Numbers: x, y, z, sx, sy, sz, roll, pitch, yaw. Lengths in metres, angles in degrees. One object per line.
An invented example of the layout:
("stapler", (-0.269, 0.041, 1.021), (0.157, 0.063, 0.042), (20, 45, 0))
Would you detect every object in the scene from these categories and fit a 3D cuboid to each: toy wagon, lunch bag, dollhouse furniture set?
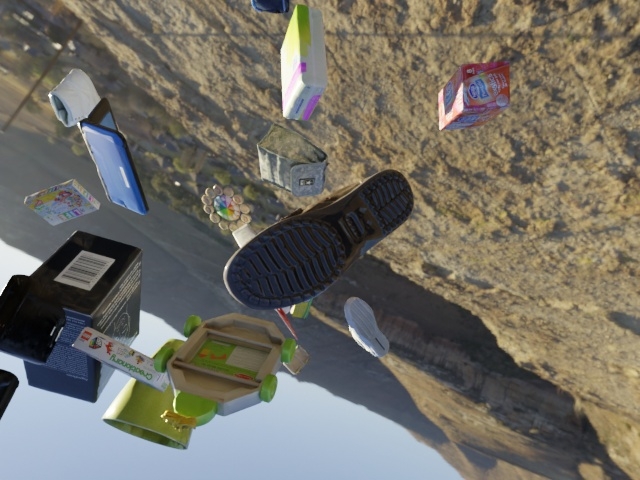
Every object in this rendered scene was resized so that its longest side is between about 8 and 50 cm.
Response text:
("toy wagon", (-0.217, 0.278, 0.931), (0.267, 0.068, 0.344), (11, -151, 13))
("lunch bag", (-0.104, -0.313, 1.808), (0.286, 0.169, 0.235), (26, 154, 9))
("dollhouse furniture set", (-0.109, 0.350, 1.371), (0.152, 0.076, 0.058), (46, 159, -4))

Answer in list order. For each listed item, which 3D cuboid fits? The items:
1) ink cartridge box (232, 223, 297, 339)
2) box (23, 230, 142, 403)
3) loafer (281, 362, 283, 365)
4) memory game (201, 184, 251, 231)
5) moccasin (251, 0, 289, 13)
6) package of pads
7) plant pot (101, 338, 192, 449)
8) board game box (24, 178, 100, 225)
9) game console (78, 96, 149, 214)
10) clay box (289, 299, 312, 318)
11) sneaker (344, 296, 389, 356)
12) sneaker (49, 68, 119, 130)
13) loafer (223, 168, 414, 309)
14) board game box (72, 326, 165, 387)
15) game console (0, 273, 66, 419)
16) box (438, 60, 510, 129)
("ink cartridge box", (-0.147, 0.125, 1.331), (0.261, 0.066, 0.296), (50, 169, 51))
("box", (-0.696, 0.226, 1.282), (0.211, 0.294, 0.396), (16, 125, -4))
("loafer", (-0.202, 0.470, 1.798), (0.148, 0.050, 0.056), (40, 166, -30))
("memory game", (-0.317, -0.105, 1.458), (0.186, 0.012, 0.186), (13, 129, 16))
("moccasin", (-0.100, -0.745, 1.089), (0.116, 0.138, 0.342), (13, 155, -6))
("package of pads", (-0.059, -0.578, 1.439), (0.101, 0.297, 0.229), (2, 165, -18))
("plant pot", (-0.503, 0.482, 1.408), (0.274, 0.294, 0.275), (12, 145, 8))
("board game box", (-0.716, -0.104, 1.201), (0.154, 0.026, 0.103), (-18, 140, 9))
("game console", (-0.622, -0.269, 1.376), (0.250, 0.173, 0.293), (21, 137, 21))
("clay box", (-0.042, 0.100, 1.269), (0.053, 0.222, 0.127), (12, -162, -16))
("sneaker", (0.127, 0.278, 1.373), (0.091, 0.094, 0.258), (7, 135, 47))
("sneaker", (-0.862, -0.446, 1.570), (0.108, 0.169, 0.293), (10, 144, 19))
("loafer", (0.000, 0.000, 0.755), (0.134, 0.365, 0.130), (66, 158, -9))
("board game box", (-0.477, 0.307, 1.079), (0.192, 0.053, 0.305), (27, 154, -2))
("game console", (-0.583, 0.253, 0.780), (0.043, 0.362, 0.213), (16, 154, -3))
("box", (0.431, -0.405, 1.236), (0.128, 0.123, 0.257), (-3, -178, 2))
